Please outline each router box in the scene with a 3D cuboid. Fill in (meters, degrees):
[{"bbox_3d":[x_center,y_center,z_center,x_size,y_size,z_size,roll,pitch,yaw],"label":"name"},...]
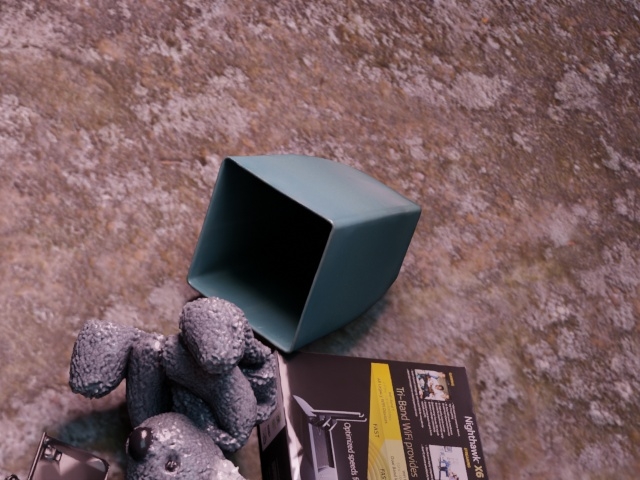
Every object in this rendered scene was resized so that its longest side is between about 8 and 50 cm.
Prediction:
[{"bbox_3d":[0.064,0.278,1.551,0.242,0.081,0.309,8,54,-23],"label":"router box"}]

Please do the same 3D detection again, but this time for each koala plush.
[{"bbox_3d":[-0.137,0.205,1.431,0.203,0.196,0.221,49,35,-47],"label":"koala plush"}]

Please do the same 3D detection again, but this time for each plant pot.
[{"bbox_3d":[0.000,0.000,1.644,0.165,0.166,0.234,33,26,29],"label":"plant pot"}]

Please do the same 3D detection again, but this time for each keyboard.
[{"bbox_3d":[-0.281,0.276,1.407,0.108,0.023,0.180,27,47,-17],"label":"keyboard"}]
